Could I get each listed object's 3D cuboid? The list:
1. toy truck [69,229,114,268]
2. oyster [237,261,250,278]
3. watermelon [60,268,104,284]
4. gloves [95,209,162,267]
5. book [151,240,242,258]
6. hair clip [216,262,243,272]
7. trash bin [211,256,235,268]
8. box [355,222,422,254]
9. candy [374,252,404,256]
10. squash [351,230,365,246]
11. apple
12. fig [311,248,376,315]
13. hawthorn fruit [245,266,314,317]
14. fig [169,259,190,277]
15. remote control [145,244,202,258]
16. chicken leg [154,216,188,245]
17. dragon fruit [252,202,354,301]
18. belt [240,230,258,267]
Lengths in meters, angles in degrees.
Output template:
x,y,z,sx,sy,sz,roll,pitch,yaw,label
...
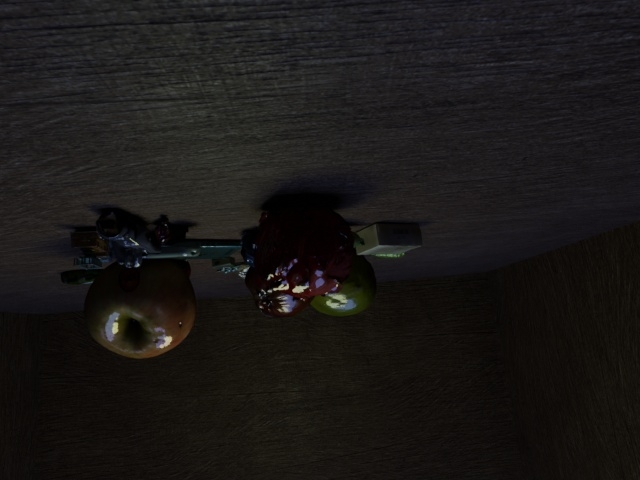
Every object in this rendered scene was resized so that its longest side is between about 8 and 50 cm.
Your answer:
x,y,z,sx,sy,sz,roll,pitch,yaw,label
-0.718,0.034,1.307,0.080,0.115,0.178,-4,169,-10,toy truck
-0.216,0.107,1.883,0.275,0.100,0.271,-35,147,3,oyster
-1.093,0.166,1.898,0.245,0.063,0.119,-6,-179,-1,watermelon
-0.560,-0.003,1.212,0.142,0.119,0.285,11,152,-3,gloves
-0.522,0.039,1.612,0.379,0.031,0.264,1,167,-27,book
-0.443,0.134,2.079,0.172,0.049,0.049,-9,167,9,hair clip
-0.452,0.103,1.922,0.092,0.043,0.061,-12,167,12,trash bin
0.267,-0.004,1.628,0.212,0.095,0.168,0,168,-28,box
0.270,0.031,1.808,0.209,0.097,0.097,-3,169,11,candy
0.001,-0.007,1.454,0.370,0.118,0.118,-2,167,-26,squash
-0.662,0.237,1.535,0.391,0.392,0.346,-6,-155,0,apple
0.087,0.200,1.887,0.343,0.343,0.343,-5,168,-1,fig
-0.148,0.154,1.692,0.308,0.308,0.325,-10,-155,18,hawthorn fruit
-0.607,0.129,1.768,0.150,0.128,0.128,-9,167,20,fig
-0.530,0.041,1.375,0.309,0.038,0.090,-4,176,30,remote control
-0.476,-0.027,1.295,0.093,0.053,0.205,-27,174,2,chicken leg
-0.048,0.029,1.211,0.301,0.296,0.295,9,166,-8,dragon fruit
-0.177,0.025,1.496,0.218,0.122,0.128,-3,157,-20,belt
